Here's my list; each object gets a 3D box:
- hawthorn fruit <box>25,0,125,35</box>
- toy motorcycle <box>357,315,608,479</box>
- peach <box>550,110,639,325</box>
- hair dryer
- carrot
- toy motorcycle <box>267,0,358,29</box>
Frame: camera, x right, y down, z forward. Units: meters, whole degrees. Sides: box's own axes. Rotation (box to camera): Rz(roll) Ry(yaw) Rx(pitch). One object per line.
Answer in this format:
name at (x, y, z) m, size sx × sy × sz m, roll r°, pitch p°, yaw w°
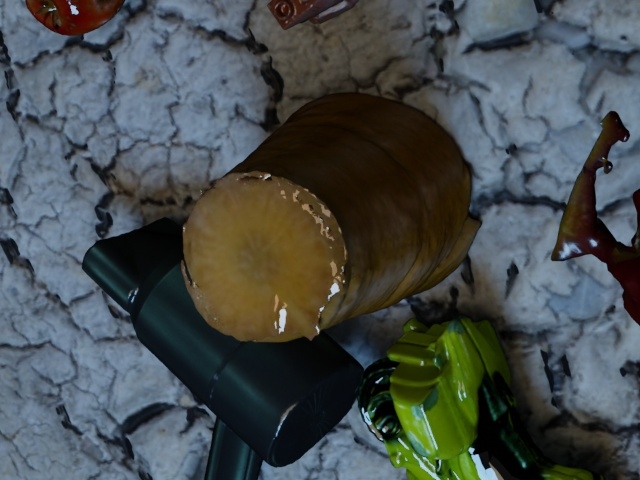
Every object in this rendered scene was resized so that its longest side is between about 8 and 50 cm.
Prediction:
hawthorn fruit at (-0.206, -0.211, 1.634) m, size 0.093 × 0.093 × 0.093 m, roll 8°, pitch 114°, yaw 18°
toy motorcycle at (0.173, 0.216, 1.642) m, size 0.206 × 0.142 × 0.342 m, roll -29°, pitch 100°, yaw 29°
peach at (0.366, -0.069, 1.327) m, size 0.310 × 0.335 × 0.406 m, roll 28°, pitch 133°, yaw 10°
hair dryer at (-0.103, 0.134, 1.729) m, size 0.244 × 0.116 × 0.302 m, roll 41°, pitch 141°, yaw 23°
carrot at (0.000, 0.000, 1.556) m, size 0.196 × 0.254 × 0.196 m, roll 7°, pitch 110°, yaw 19°
toy motorcycle at (0.040, -0.233, 1.517) m, size 0.212 × 0.118 × 0.084 m, roll -37°, pitch 86°, yaw 29°
